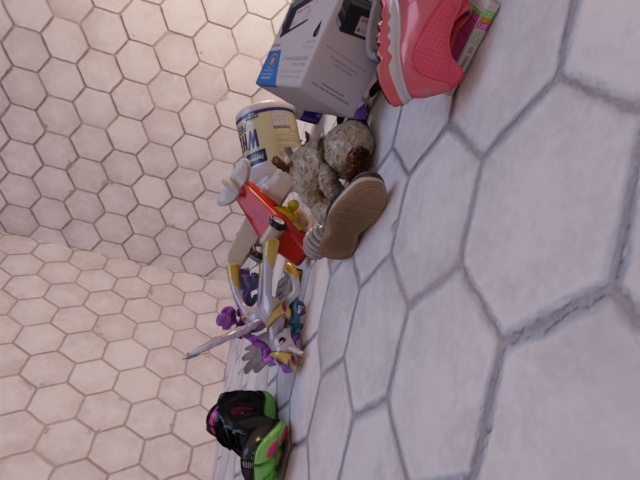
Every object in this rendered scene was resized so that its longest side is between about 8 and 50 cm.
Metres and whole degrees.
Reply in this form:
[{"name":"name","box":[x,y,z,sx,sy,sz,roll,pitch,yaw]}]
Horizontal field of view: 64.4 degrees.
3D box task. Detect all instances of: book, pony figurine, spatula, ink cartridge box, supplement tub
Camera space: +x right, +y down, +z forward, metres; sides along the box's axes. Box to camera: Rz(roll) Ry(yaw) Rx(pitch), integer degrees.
[{"name":"book","box":[0.217,-0.312,0.791,0.096,0.035,0.144,-96,23,-47]},{"name":"pony figurine","box":[-0.183,0.226,1.441,0.351,0.302,0.364,-29,58,36]},{"name":"spatula","box":[0.123,-0.345,1.246,0.296,0.030,0.084,133,148,-65]},{"name":"ink cartridge box","box":[0.033,-0.521,1.233,0.285,0.166,0.395,31,97,58]},{"name":"supplement tub","box":[-0.186,-0.351,1.970,0.235,0.235,0.325,147,111,-72]}]

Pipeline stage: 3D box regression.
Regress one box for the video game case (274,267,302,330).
[{"name":"video game case","box":[-0.129,0.238,1.717,0.275,0.035,0.248,138,144,-69]}]

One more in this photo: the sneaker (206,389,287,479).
[{"name":"sneaker","box":[-0.212,0.526,1.375,0.483,0.202,0.185,166,117,-76]}]

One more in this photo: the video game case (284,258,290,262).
[{"name":"video game case","box":[-0.107,0.010,1.908,0.157,0.019,0.143,-102,29,-64]}]

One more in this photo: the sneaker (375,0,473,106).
[{"name":"sneaker","box":[0.159,-0.362,0.762,0.116,0.136,0.314,-6,-86,-68]}]

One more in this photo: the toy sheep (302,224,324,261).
[{"name":"toy sheep","box":[0.000,0.000,1.297,0.091,0.091,0.132,-93,26,-53]}]

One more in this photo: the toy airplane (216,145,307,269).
[{"name":"toy airplane","box":[-0.165,-0.095,1.701,0.386,0.272,0.385,-8,79,42]}]

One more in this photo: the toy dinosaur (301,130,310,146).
[{"name":"toy dinosaur","box":[-0.082,-0.354,2.145,0.212,0.064,0.112,-65,-4,9]}]

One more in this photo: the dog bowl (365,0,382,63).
[{"name":"dog bowl","box":[0.185,-0.480,0.957,0.349,0.102,0.349,-165,90,-78]}]

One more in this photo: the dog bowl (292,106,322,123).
[{"name":"dog bowl","box":[-0.031,-0.609,2.053,0.265,0.104,0.265,-165,90,-78]}]

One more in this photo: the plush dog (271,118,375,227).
[{"name":"plush dog","box":[0.030,-0.196,1.206,0.225,0.210,0.263,-34,38,32]}]

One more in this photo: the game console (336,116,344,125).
[{"name":"game console","box":[0.045,-0.449,1.580,0.124,0.085,0.144,-90,18,-50]}]

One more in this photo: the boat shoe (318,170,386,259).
[{"name":"boat shoe","box":[0.058,-0.060,1.064,0.285,0.102,0.092,112,162,-56]}]
